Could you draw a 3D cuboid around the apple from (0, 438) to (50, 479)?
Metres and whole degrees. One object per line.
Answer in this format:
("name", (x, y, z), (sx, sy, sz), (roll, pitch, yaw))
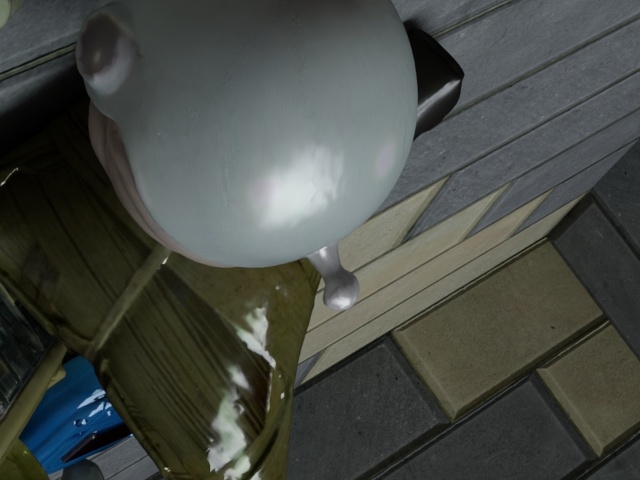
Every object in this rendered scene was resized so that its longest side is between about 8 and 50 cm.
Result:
("apple", (-0.495, 0.376, 1.600), (0.279, 0.279, 0.279), (-33, 167, -9))

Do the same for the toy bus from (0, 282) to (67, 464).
("toy bus", (-0.343, 0.110, 1.009), (0.177, 0.202, 0.365), (-36, -170, 5))

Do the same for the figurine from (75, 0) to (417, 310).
("figurine", (-0.047, -0.142, 0.774), (0.253, 0.211, 0.361), (-11, 126, -24))

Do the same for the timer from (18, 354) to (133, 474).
("timer", (-0.344, 0.254, 1.861), (0.309, 0.115, 0.340), (-40, 167, 32))

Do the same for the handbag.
("handbag", (0.057, -0.131, 1.492), (0.285, 0.113, 0.257), (-43, 172, 4))

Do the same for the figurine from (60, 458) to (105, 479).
("figurine", (-0.464, 0.448, 1.922), (0.420, 0.193, 0.154), (-11, 161, -7))

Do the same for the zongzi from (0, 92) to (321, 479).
("zongzi", (0.001, -0.003, 1.059), (0.500, 0.467, 0.218), (-38, -172, 6))

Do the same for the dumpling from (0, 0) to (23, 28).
("dumpling", (-0.232, -0.172, 0.794), (0.077, 0.043, 0.059), (-5, 134, -35))
